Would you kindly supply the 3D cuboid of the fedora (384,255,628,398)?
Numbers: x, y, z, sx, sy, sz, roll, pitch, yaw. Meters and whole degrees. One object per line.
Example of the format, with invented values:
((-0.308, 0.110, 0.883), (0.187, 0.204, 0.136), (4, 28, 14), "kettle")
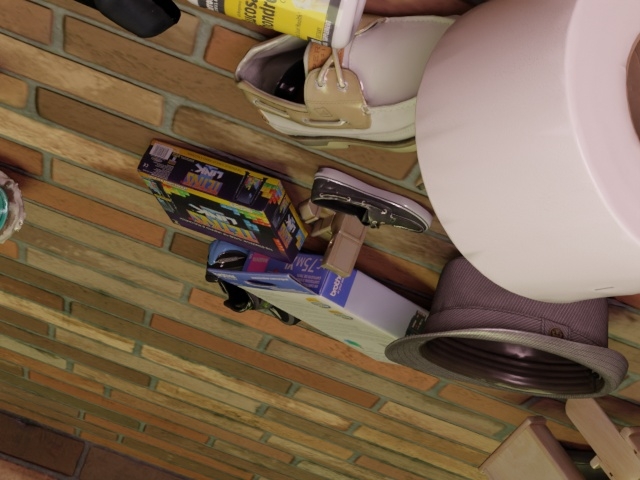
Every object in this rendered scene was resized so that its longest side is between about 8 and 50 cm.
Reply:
((0.218, 0.090, 1.690), (0.275, 0.124, 0.244), (12, 162, -4), "fedora")

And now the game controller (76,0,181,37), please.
((-0.250, -0.251, 1.242), (0.319, 0.067, 0.166), (28, -177, 42), "game controller")

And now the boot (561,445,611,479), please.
((0.423, 0.378, 2.310), (0.137, 0.077, 0.198), (-3, 151, 35), "boot")

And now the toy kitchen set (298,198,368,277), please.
((0.000, 0.000, 1.729), (0.068, 0.075, 0.083), (28, 158, -20), "toy kitchen set")

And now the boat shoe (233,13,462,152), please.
((0.031, -0.142, 1.299), (0.103, 0.113, 0.302), (25, 160, -30), "boat shoe")

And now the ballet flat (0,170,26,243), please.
((-0.581, -0.091, 1.951), (0.408, 0.147, 0.147), (22, 159, -5), "ballet flat")

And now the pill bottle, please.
((-0.051, -0.225, 1.177), (0.184, 0.103, 0.103), (18, 159, 4), "pill bottle")

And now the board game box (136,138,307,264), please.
((-0.113, -0.044, 1.731), (0.170, 0.048, 0.141), (19, 159, 22), "board game box")

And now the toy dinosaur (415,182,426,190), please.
((0.160, -0.085, 1.409), (0.118, 0.064, 0.268), (24, 162, 6), "toy dinosaur")

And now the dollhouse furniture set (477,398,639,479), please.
((0.419, 0.344, 2.187), (0.355, 0.174, 0.303), (5, 133, -50), "dollhouse furniture set")

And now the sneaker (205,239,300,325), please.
((-0.092, 0.067, 1.970), (0.067, 0.078, 0.188), (1, 153, 39), "sneaker")

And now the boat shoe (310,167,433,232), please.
((0.054, -0.035, 1.643), (0.142, 0.040, 0.049), (23, 159, -8), "boat shoe")

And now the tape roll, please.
((0.214, -0.084, 1.100), (0.246, 0.246, 0.169), (30, 157, -27), "tape roll")

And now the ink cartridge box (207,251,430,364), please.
((0.030, 0.081, 1.880), (0.311, 0.065, 0.185), (28, 167, -33), "ink cartridge box")
